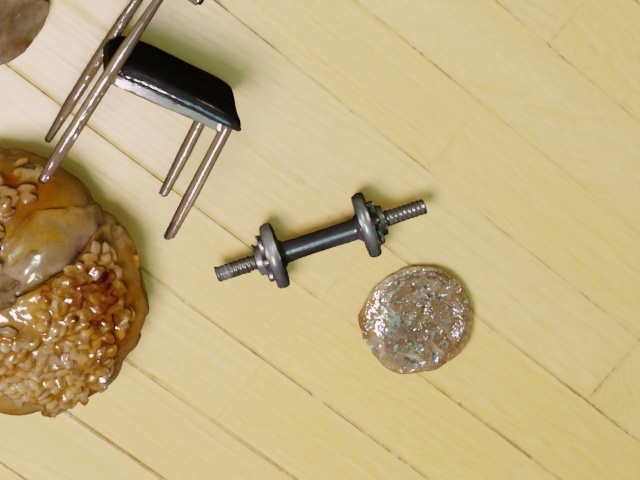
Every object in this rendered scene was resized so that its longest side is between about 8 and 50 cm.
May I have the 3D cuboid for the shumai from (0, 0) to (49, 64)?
[{"bbox_3d":[-0.384,-0.273,1.554,0.201,0.120,0.201,-1,103,-5],"label":"shumai"}]

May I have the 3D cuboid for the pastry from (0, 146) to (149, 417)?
[{"bbox_3d":[-0.339,0.060,1.621,0.284,0.184,0.316,-29,107,5],"label":"pastry"}]

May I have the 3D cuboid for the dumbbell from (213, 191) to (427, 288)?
[{"bbox_3d":[0.000,0.000,1.687,0.254,0.081,0.082,-19,107,1],"label":"dumbbell"}]

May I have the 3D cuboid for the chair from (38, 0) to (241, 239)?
[{"bbox_3d":[-0.168,-0.166,1.571,0.166,0.188,0.272,25,105,-16],"label":"chair"}]

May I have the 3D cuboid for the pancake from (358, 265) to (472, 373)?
[{"bbox_3d":[0.116,0.096,1.756,0.139,0.022,0.140,-1,106,-5],"label":"pancake"}]
